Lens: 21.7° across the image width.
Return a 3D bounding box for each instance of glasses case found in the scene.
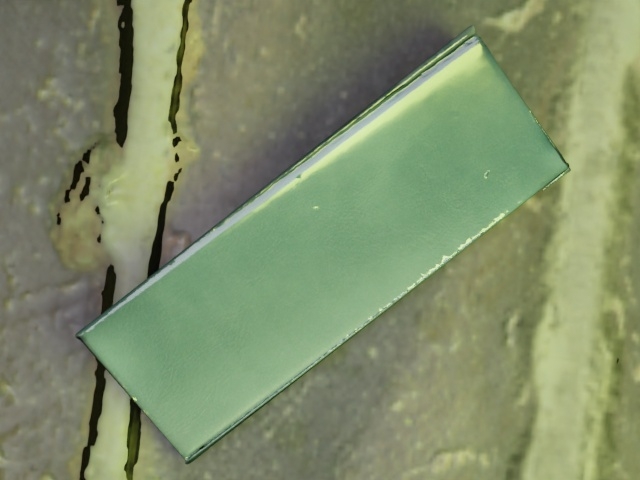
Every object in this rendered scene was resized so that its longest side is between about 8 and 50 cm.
[{"bbox_3d":[0.000,0.000,0.917,0.266,0.056,0.105,-38,111,0],"label":"glasses case"}]
